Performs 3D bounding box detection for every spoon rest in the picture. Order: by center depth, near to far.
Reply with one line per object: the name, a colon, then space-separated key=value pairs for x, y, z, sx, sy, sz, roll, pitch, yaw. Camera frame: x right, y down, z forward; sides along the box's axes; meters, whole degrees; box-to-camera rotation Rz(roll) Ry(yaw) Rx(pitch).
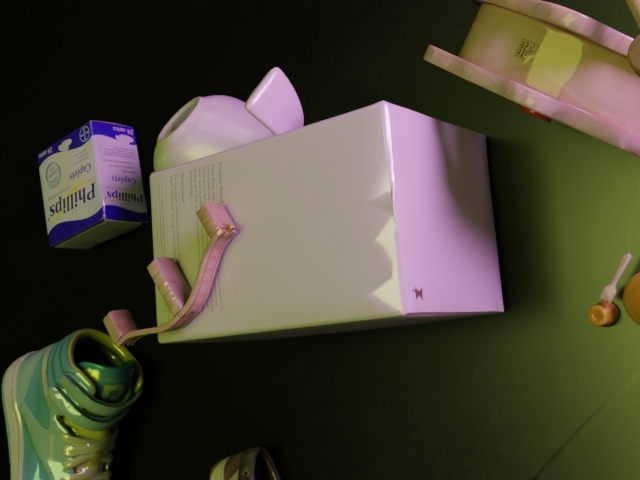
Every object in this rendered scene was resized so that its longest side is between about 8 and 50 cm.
spoon rest: x=-0.102 y=-0.114 z=0.921 sx=0.137 sy=0.084 sz=0.276 roll=-56 pitch=24 yaw=-20

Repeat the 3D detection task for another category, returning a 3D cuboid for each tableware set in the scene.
tableware set: x=0.287 y=0.088 z=0.677 sx=0.154 sy=0.024 sz=0.104 roll=37 pitch=113 yaw=33

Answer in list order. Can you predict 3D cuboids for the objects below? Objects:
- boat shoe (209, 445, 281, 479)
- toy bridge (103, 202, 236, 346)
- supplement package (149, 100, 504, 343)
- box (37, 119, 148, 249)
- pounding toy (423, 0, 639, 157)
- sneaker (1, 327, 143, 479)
boat shoe: x=-0.054 y=0.328 z=0.894 sx=0.073 sy=0.080 sz=0.224 roll=-41 pitch=59 yaw=35
toy bridge: x=-0.136 y=0.044 z=0.786 sx=0.188 sy=0.026 sz=0.063 roll=-44 pitch=64 yaw=28
supplement package: x=0.000 y=0.000 z=0.809 sx=0.292 sy=0.175 sz=0.178 roll=-10 pitch=80 yaw=38
box: x=-0.304 y=-0.071 z=1.121 sx=0.126 sy=0.072 sz=0.137 roll=-21 pitch=75 yaw=36
pounding toy: x=0.219 y=-0.166 z=0.678 sx=0.269 sy=0.154 sz=0.155 roll=44 pitch=115 yaw=52
sneaker: x=-0.296 y=0.260 z=1.062 sx=0.208 sy=0.127 sz=0.319 roll=-33 pitch=68 yaw=34
